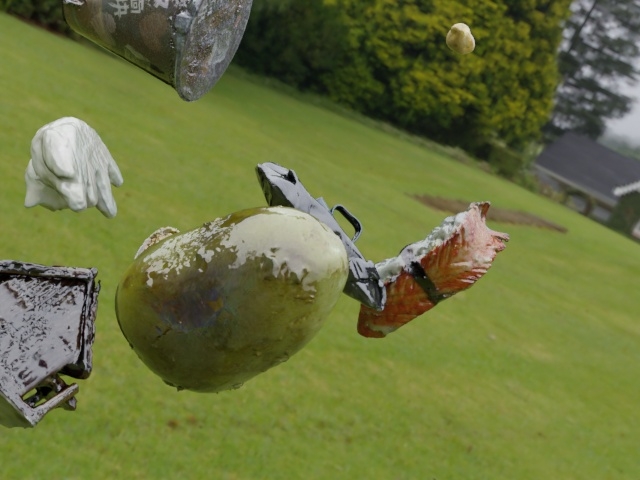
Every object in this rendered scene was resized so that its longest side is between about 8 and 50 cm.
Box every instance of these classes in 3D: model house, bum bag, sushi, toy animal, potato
[{"bbox_3d":[-0.544,0.162,1.769,0.317,0.282,0.297,-15,-65,52],"label":"model house"},{"bbox_3d":[0.000,0.000,1.669,0.340,0.095,0.144,51,8,-13],"label":"bum bag"},{"bbox_3d":[0.196,0.058,1.807,0.124,0.332,0.130,52,20,-17],"label":"sushi"},{"bbox_3d":[-0.527,-0.125,1.949,0.188,0.266,0.308,-7,41,1],"label":"toy animal"},{"bbox_3d":[-0.108,0.069,1.185,0.210,0.307,0.173,64,22,4],"label":"potato"},{"bbox_3d":[0.322,-0.463,2.231,0.068,0.062,0.083,15,-37,11],"label":"potato"}]

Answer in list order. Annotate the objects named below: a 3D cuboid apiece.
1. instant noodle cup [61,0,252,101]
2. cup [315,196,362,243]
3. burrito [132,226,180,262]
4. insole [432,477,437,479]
[{"bbox_3d":[-0.231,-0.333,1.368,0.207,0.217,0.217,26,5,10],"label":"instant noodle cup"},{"bbox_3d":[0.006,-0.010,1.995,0.138,0.150,0.113,58,7,3],"label":"cup"},{"bbox_3d":[-0.287,0.133,1.913,0.105,0.299,0.143,-10,16,13],"label":"burrito"},{"bbox_3d":[0.234,0.474,1.828,0.053,0.002,0.153,57,-8,-1],"label":"insole"}]
